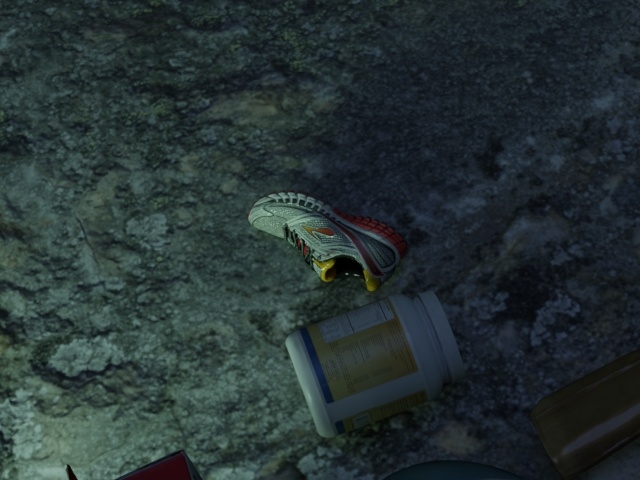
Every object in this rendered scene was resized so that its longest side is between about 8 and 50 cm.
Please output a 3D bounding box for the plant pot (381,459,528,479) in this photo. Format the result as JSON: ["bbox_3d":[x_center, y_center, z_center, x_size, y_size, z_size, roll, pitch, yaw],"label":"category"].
[{"bbox_3d":[0.133,0.369,1.694,0.290,0.290,0.195,-32,24,-10],"label":"plant pot"}]

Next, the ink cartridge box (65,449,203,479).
[{"bbox_3d":[-0.146,0.400,1.593,0.130,0.272,0.309,-23,49,-1],"label":"ink cartridge box"}]

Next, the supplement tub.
[{"bbox_3d":[0.069,0.153,1.878,0.199,0.144,0.144,-20,59,-3],"label":"supplement tub"}]

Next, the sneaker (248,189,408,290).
[{"bbox_3d":[0.000,0.000,2.013,0.225,0.088,0.093,19,66,19],"label":"sneaker"}]

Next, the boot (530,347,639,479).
[{"bbox_3d":[0.382,0.157,1.848,0.269,0.089,0.236,-31,23,9],"label":"boot"}]
